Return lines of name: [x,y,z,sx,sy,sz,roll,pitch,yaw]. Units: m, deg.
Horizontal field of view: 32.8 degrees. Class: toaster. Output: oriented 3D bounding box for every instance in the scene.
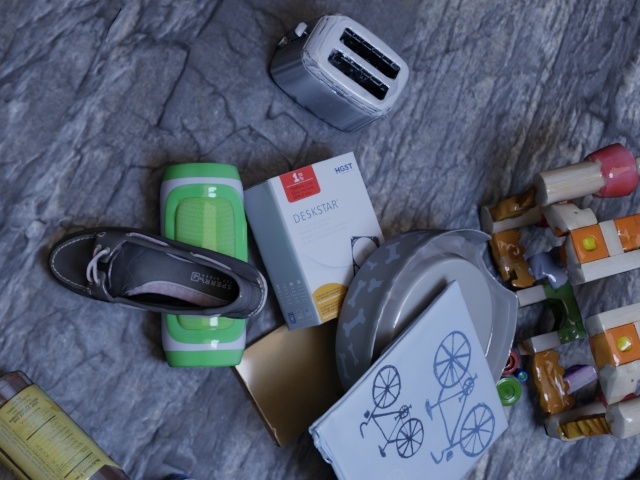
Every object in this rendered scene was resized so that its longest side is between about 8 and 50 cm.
toaster: [0.039,-0.262,1.728,0.227,0.146,0.129,36,74,-16]

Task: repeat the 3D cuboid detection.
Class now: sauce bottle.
sauce bottle: [-0.334,0.330,1.489,0.344,0.111,0.111,45,70,5]

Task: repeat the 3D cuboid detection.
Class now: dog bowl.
dog bowl: [0.164,0.141,1.702,0.348,0.102,0.349,-15,113,-42]

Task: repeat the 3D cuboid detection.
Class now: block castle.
block castle: [0.456,0.093,1.760,0.212,0.303,0.453,-13,81,-17]

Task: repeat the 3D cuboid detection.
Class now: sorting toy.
sorting toy: [0.319,0.230,1.865,0.061,0.042,0.102,-2,98,-8]

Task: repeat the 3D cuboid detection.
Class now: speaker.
speaker: [-0.175,0.038,1.622,0.131,0.131,0.297,0,85,-23]

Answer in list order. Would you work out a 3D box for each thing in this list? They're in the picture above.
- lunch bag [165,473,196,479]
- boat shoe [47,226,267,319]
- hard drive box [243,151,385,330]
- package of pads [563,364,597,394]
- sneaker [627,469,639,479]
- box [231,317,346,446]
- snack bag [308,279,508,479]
lunch bag: [-0.228,0.466,1.580,0.219,0.090,0.176,-40,100,-21]
boat shoe: [-0.240,0.043,1.523,0.335,0.095,0.112,10,88,13]
hard drive box: [0.000,0.000,1.696,0.181,0.089,0.232,-23,93,-38]
package of pads: [0.437,0.245,1.903,0.083,0.050,0.032,-23,94,-22]
sneaker: [0.500,0.468,1.879,0.147,0.104,0.296,45,75,-19]
box: [-0.025,0.204,1.727,0.201,0.021,0.164,-32,98,-22]
snack bag: [0.142,0.279,1.625,0.342,0.037,0.323,-43,128,-28]
